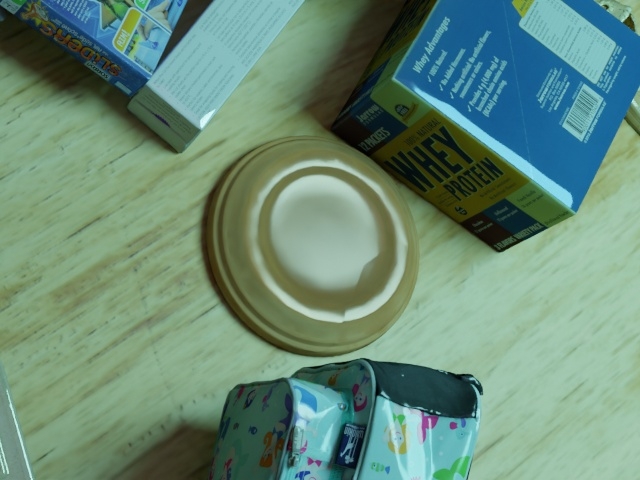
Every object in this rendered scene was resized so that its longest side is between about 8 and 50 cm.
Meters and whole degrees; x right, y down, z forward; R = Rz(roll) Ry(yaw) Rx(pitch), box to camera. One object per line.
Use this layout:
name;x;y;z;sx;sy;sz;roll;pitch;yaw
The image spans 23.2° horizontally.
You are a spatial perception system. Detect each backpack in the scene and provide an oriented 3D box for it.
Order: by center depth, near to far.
backpack;0.010;0.220;1.194;0.191;0.225;0.253;9;81;-18

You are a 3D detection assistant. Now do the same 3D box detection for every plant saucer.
plant saucer;0.000;0.000;1.360;0.200;0.037;0.200;7;71;-22

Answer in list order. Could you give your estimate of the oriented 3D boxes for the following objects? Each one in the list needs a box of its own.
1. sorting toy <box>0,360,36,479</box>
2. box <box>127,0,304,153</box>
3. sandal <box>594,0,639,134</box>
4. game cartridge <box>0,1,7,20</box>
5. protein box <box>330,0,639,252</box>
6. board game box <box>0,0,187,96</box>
sorting toy;-0.308;0.200;1.168;0.193;0.038;0.208;-13;76;-26
box;-0.051;-0.218;1.388;0.067;0.063;0.324;38;63;-8
sandal;0.288;-0.200;1.522;0.240;0.079;0.088;46;62;-5
game cartridge;-0.342;-0.192;1.131;0.068;0.230;0.355;9;45;21
protein box;0.157;-0.137;1.413;0.201;0.136;0.200;35;64;-10
board game box;-0.174;-0.234;1.317;0.136;0.035;0.201;36;48;-19
